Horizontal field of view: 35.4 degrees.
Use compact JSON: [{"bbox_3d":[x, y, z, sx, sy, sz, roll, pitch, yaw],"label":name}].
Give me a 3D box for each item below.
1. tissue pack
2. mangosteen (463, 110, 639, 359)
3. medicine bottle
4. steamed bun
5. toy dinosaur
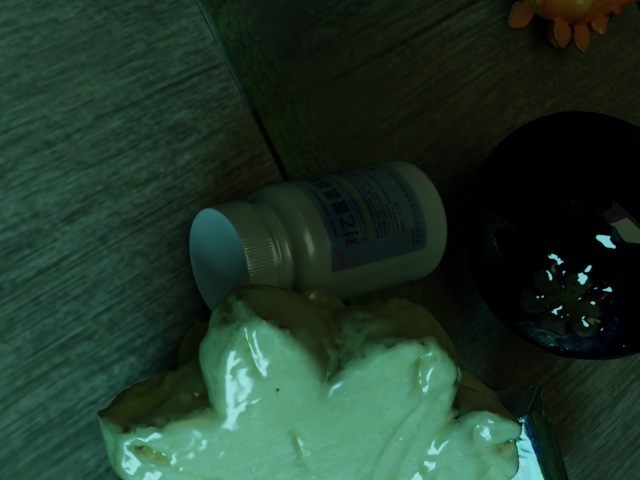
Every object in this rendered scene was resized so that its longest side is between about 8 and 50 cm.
[{"bbox_3d":[0.169,0.197,0.887,0.085,0.079,0.111,-32,105,-68],"label":"tissue pack"},{"bbox_3d":[0.235,-0.010,0.883,0.243,0.243,0.243,5,81,-32],"label":"mangosteen"},{"bbox_3d":[0.000,0.000,0.786,0.187,0.103,0.102,-13,90,-33],"label":"medicine bottle"},{"bbox_3d":[-0.019,0.143,0.717,0.295,0.137,0.292,-27,120,2],"label":"steamed bun"},{"bbox_3d":[0.241,-0.247,0.999,0.288,0.070,0.117,23,82,-24],"label":"toy dinosaur"}]
